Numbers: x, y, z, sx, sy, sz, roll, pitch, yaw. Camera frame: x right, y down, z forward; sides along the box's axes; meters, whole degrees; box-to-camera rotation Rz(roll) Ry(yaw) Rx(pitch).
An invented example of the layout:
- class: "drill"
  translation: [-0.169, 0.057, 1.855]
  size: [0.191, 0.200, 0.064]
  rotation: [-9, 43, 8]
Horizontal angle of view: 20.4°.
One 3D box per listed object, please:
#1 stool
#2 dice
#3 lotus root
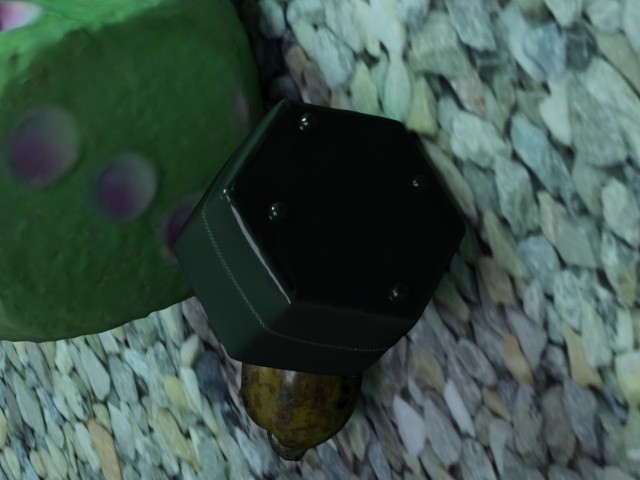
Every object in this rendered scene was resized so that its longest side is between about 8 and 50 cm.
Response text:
- class: "stool"
  translation: [0.000, 0.000, 1.547]
  size: [0.232, 0.232, 0.141]
  rotation: [60, 146, 11]
- class: "dice"
  translation: [-0.257, -0.112, 1.741]
  size: [0.318, 0.330, 0.322]
  rotation: [34, 135, 46]
- class: "lotus root"
  translation: [-0.016, 0.132, 1.738]
  size: [0.120, 0.120, 0.210]
  rotation: [39, 138, 36]
